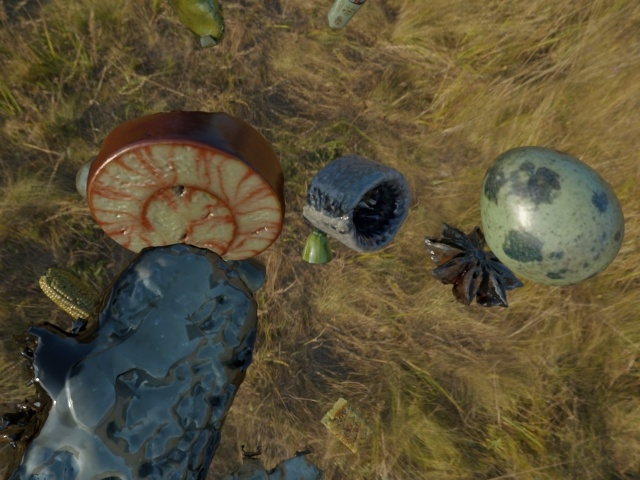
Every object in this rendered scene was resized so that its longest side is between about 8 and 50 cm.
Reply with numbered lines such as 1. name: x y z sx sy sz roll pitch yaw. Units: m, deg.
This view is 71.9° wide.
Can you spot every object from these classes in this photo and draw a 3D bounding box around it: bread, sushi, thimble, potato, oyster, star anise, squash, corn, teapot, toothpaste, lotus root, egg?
1. bread: 0.110 0.718 1.721 0.125 0.068 0.188 -46 106 -14
2. sushi: -0.224 0.157 0.495 0.234 0.207 0.349 36 67 -28
3. thimble: 0.089 -0.089 1.068 0.157 0.217 0.245 28 28 37
4. potato: -0.223 -0.434 0.729 0.090 0.226 0.117 -29 40 -9
5. oyster: -0.107 0.481 0.851 0.197 0.337 0.133 -32 56 3
6. star anise: 0.458 0.079 1.347 0.331 0.118 0.332 8 46 -8
7. squash: -0.007 -0.002 1.444 0.105 0.132 0.105 3 29 -1
8. corn: -0.686 0.195 1.302 0.313 0.102 0.102 43 69 -27
9. teapot: -0.355 0.123 1.859 0.171 0.225 0.203 21 68 42
10. toothpaste: 0.058 -0.401 0.708 0.060 0.233 0.038 28 81 -16
11. lotus root: -0.543 -0.158 1.187 0.158 0.322 0.140 17 77 -45
12. bread: -0.224 -0.083 0.770 0.327 0.295 0.114 0 49 -5
13. egg: 0.258 -0.029 0.509 0.182 0.141 0.141 46 71 -18
